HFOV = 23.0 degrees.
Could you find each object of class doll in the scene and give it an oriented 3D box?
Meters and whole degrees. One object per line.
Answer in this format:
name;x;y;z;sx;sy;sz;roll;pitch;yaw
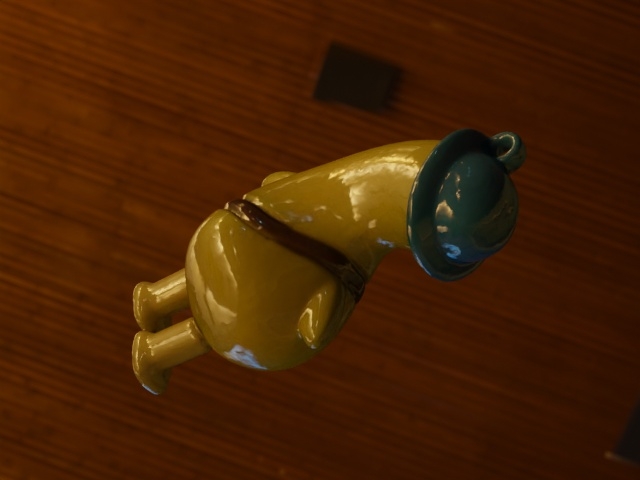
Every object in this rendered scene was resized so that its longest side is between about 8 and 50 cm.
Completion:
doll;0.000;0.000;1.252;0.145;0.363;0.199;43;-151;-44
